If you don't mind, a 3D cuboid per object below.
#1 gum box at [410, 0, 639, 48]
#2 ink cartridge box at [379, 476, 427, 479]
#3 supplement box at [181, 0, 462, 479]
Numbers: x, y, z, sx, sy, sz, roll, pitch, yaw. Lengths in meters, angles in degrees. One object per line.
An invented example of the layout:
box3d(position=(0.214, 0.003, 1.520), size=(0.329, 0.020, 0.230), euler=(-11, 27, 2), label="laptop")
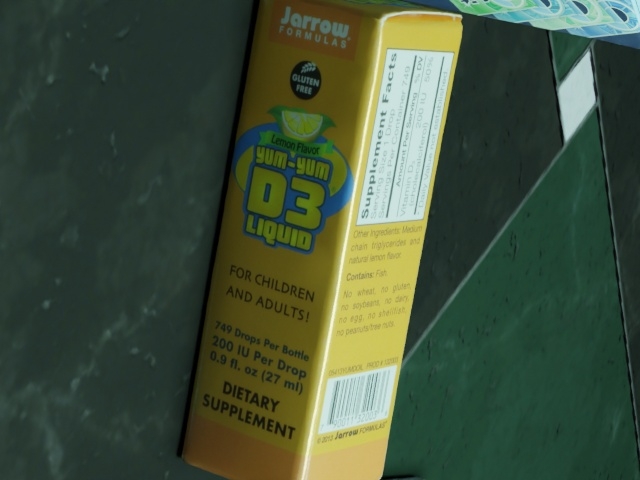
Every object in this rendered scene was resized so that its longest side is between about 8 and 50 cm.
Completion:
box3d(position=(0.064, -0.168, 0.840), size=(0.041, 0.157, 0.184), euler=(-61, 147, -22), label="gum box")
box3d(position=(-0.007, 0.242, 1.028), size=(0.224, 0.045, 0.223), euler=(7, 98, -59), label="ink cartridge box")
box3d(position=(0.000, 0.000, 0.895), size=(0.080, 0.078, 0.233), euler=(-2, 105, -55), label="supplement box")
